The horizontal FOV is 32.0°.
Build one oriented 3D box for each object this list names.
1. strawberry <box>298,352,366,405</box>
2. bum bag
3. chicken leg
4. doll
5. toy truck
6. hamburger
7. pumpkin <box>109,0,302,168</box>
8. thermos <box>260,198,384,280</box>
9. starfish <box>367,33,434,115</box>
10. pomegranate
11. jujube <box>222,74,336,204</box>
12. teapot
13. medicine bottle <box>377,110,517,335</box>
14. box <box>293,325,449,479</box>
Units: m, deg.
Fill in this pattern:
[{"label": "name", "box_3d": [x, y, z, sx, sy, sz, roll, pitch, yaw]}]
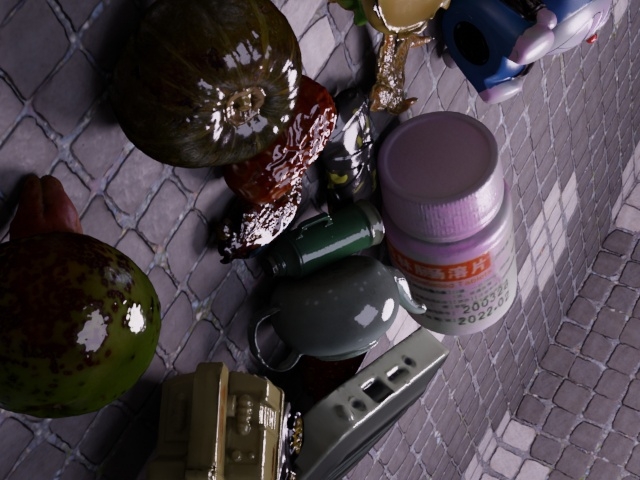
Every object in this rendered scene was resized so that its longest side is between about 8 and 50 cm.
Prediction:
[{"label": "strawberry", "box_3d": [0.023, 0.176, 1.823, 0.174, 0.098, 0.228, -56, 170, -40]}, {"label": "bum bag", "box_3d": [0.040, -0.117, 1.654, 0.107, 0.060, 0.232, -42, 144, -25]}, {"label": "chicken leg", "box_3d": [-0.064, -0.068, 1.514, 0.253, 0.051, 0.106, -59, 148, -22]}, {"label": "doll", "box_3d": [0.347, -0.398, 1.828, 0.310, 0.240, 0.284, -37, -176, -24]}, {"label": "toy truck", "box_3d": [-0.140, 0.357, 1.427, 0.254, 0.180, 0.405, 63, 31, -63]}, {"label": "hamburger", "box_3d": [0.089, -0.389, 1.435, 0.237, 0.149, 0.237, -38, 147, -31]}, {"label": "pumpkin", "box_3d": [-0.126, -0.183, 1.201, 0.219, 0.162, 0.219, -26, 146, -19]}, {"label": "thermos", "box_3d": [0.001, 0.004, 1.619, 0.188, 0.073, 0.083, -25, 175, -29]}, {"label": "starfish", "box_3d": [0.114, -0.259, 1.697, 0.247, 0.050, 0.138, -19, 128, -72]}, {"label": "pomegranate", "box_3d": [-0.264, 0.048, 1.098, 0.214, 0.214, 0.248, 29, 51, -64]}, {"label": "jujube", "box_3d": [-0.055, -0.129, 1.426, 0.112, 0.109, 0.176, 38, 83, -26]}, {"label": "teapot", "box_3d": [0.023, 0.103, 1.639, 0.294, 0.193, 0.129, -24, 106, -26]}, {"label": "medicine bottle", "box_3d": [0.218, -0.022, 1.885, 0.219, 0.219, 0.388, -54, 152, -24]}, {"label": "box", "box_3d": [0.022, 0.323, 1.787, 0.367, 0.090, 0.373, -30, 161, -51]}]
